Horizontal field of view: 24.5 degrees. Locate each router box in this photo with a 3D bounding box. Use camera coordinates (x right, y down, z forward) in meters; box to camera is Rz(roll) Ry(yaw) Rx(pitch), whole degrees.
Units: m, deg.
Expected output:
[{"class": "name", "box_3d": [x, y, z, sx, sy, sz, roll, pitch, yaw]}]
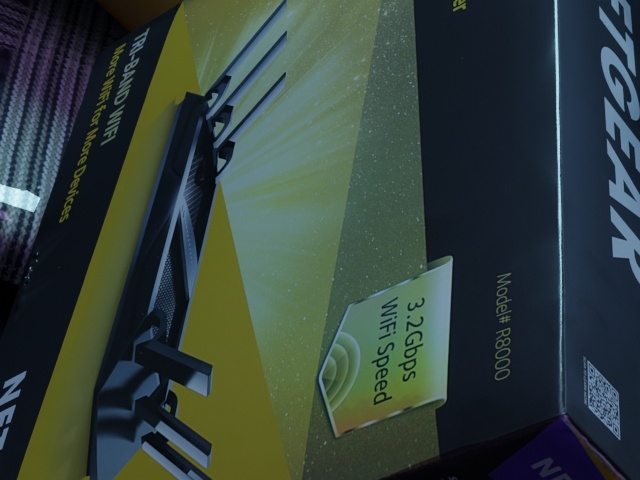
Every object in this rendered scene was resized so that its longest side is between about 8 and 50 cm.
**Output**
[{"class": "router box", "box_3d": [0.000, 0.000, 0.524, 0.243, 0.081, 0.309, -25, 37, 29]}]

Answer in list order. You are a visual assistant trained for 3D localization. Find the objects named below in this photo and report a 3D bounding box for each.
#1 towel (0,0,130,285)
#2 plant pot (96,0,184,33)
[{"class": "towel", "box_3d": [-0.207, -0.116, 0.737, 0.312, 0.056, 0.324, 20, 39, -15]}, {"class": "plant pot", "box_3d": [-0.078, -0.199, 0.731, 0.205, 0.205, 0.188, -30, 83, -38]}]
